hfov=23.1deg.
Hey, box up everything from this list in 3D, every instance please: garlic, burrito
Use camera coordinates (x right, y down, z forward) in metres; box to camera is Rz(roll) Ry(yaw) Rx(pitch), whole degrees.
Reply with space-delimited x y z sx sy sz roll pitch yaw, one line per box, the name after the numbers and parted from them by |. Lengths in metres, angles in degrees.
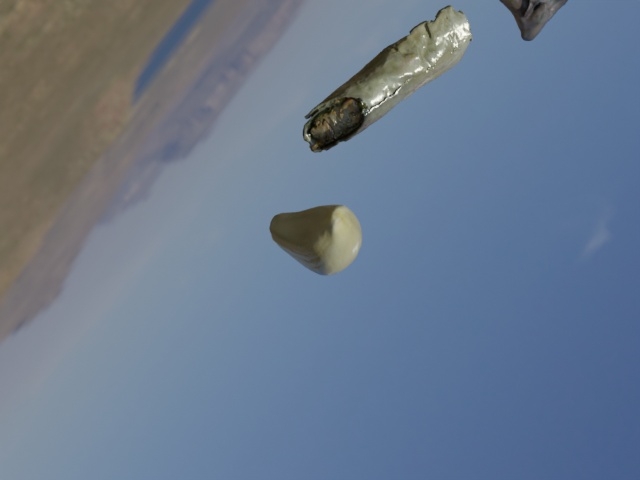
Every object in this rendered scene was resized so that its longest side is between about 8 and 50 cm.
0.000 -0.001 1.110 0.083 0.053 0.041 -1 -128 49 | garlic
0.050 -0.118 1.163 0.149 0.041 0.055 -38 176 -7 | burrito

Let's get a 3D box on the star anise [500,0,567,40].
0.176 -0.317 1.414 0.198 0.110 0.258 18 69 -75 | star anise
